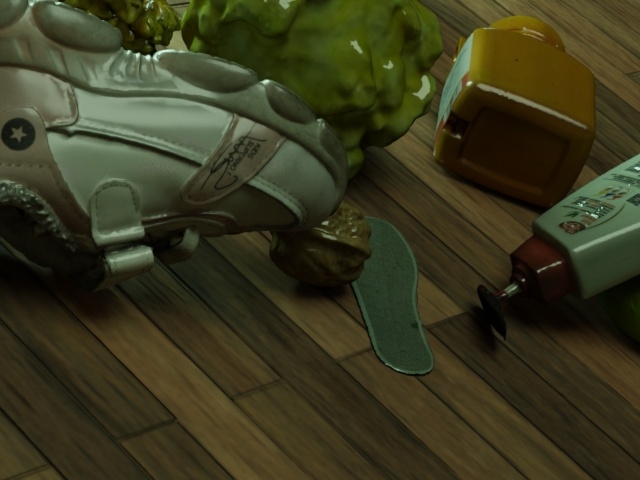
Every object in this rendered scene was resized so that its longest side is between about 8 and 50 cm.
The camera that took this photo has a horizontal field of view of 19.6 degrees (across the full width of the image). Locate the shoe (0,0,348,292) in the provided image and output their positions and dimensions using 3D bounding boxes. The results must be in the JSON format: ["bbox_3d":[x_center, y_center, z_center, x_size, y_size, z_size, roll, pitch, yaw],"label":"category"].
[{"bbox_3d":[-0.158,-0.051,1.499,0.351,0.172,0.198,19,75,-13],"label":"shoe"}]

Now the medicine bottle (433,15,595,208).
[{"bbox_3d":[0.206,-0.145,1.947,0.149,0.112,0.222,22,31,-5],"label":"medicine bottle"}]

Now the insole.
[{"bbox_3d":[0.059,0.044,1.664,0.080,0.003,0.232,14,33,-17],"label":"insole"}]

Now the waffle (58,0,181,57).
[{"bbox_3d":[-0.222,-0.253,1.785,0.197,0.070,0.193,45,7,-10],"label":"waffle"}]

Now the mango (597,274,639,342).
[{"bbox_3d":[0.305,0.042,1.772,0.091,0.074,0.165,-17,43,-34],"label":"mango"}]

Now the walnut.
[{"bbox_3d":[0.000,0.000,1.613,0.096,0.079,0.082,21,-11,-39],"label":"walnut"}]

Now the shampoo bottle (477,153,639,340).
[{"bbox_3d":[0.258,0.004,1.718,0.284,0.071,0.153,-30,28,-18],"label":"shampoo bottle"}]

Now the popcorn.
[{"bbox_3d":[-0.010,-0.193,1.786,0.250,0.235,0.241,53,37,-20],"label":"popcorn"}]
